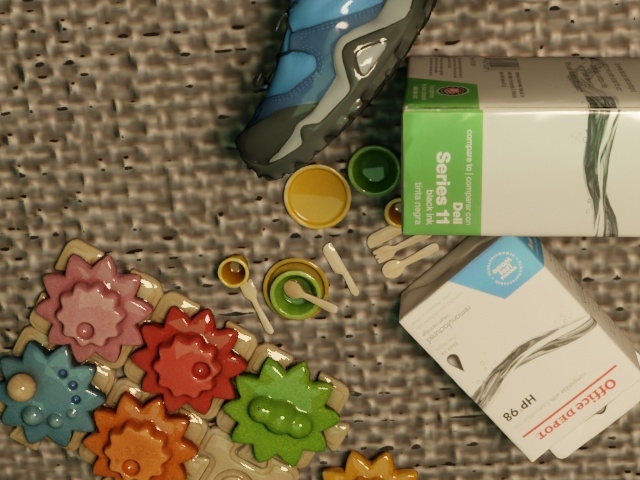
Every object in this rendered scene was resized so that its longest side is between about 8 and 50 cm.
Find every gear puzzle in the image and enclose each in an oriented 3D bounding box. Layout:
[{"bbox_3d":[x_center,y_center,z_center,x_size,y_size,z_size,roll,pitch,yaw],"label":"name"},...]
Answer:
[{"bbox_3d":[-0.078,0.150,1.033,0.339,0.044,0.175,29,108,-5],"label":"gear puzzle"}]

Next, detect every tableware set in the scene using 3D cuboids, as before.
[{"bbox_3d":[0.000,0.000,0.989,0.154,0.024,0.104,-26,104,13],"label":"tableware set"}]

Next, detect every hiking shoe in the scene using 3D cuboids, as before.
[{"bbox_3d":[0.018,-0.184,0.893,0.132,0.113,0.304,33,97,0],"label":"hiking shoe"}]

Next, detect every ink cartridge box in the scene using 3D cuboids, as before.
[{"bbox_3d":[0.153,0.079,0.982,0.104,0.060,0.180,-41,100,15],"label":"ink cartridge box"},{"bbox_3d":[0.157,-0.063,0.887,0.208,0.153,0.087,1,109,6],"label":"ink cartridge box"}]

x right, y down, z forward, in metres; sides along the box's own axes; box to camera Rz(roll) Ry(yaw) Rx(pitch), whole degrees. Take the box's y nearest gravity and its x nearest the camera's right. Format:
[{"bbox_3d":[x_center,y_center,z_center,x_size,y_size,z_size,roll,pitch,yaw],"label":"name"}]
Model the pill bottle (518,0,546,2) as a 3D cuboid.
[{"bbox_3d":[0.081,-0.349,0.723,0.229,0.229,0.407,-35,82,14],"label":"pill bottle"}]
